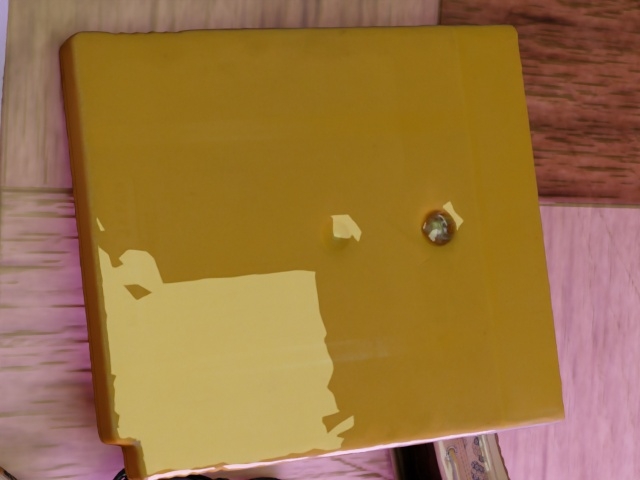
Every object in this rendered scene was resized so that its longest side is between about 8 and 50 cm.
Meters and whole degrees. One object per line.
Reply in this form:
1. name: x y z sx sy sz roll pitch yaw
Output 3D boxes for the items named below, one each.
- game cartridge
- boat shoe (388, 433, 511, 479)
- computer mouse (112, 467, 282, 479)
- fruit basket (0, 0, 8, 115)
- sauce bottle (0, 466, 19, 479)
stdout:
1. game cartridge: 0.000 0.000 0.982 0.324 0.053 0.285 -4 85 -22
2. boat shoe: 0.079 0.161 1.077 0.089 0.104 0.285 -3 87 -27
3. computer mouse: -0.095 0.275 0.975 0.184 0.060 0.262 25 78 -41
4. fruit basket: -0.314 -0.173 0.760 0.353 0.165 0.327 -18 122 -48
5. sauce bottle: -0.198 0.171 0.932 0.042 0.042 0.128 -54 128 -16
